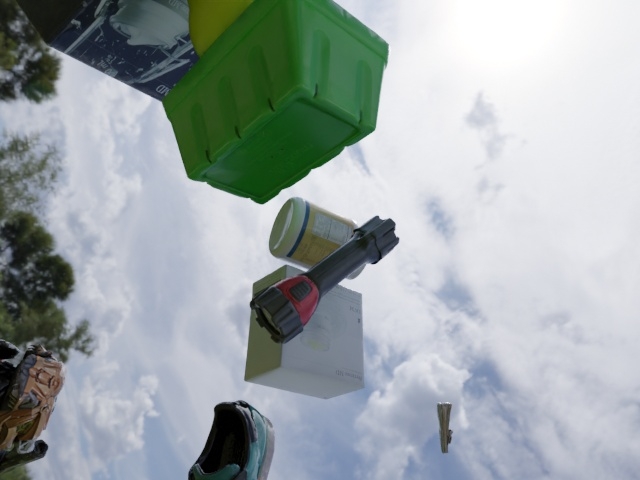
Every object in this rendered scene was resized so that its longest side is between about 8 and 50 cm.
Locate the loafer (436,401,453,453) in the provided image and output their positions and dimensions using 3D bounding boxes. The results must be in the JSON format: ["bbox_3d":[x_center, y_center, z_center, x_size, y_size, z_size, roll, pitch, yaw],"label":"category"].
[{"bbox_3d":[0.317,0.471,1.307,0.045,0.039,0.125,47,39,-82],"label":"loafer"}]

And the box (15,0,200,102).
[{"bbox_3d":[-0.296,-0.567,1.056,0.471,0.480,0.297,-38,-101,12],"label":"box"}]

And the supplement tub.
[{"bbox_3d":[0.000,0.000,1.161,0.144,0.199,0.144,-49,-151,39],"label":"supplement tub"}]

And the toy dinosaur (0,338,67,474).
[{"bbox_3d":[-0.322,0.127,0.343,0.322,0.218,0.164,-37,-143,7],"label":"toy dinosaur"}]

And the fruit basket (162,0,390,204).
[{"bbox_3d":[-0.098,-0.300,0.892,0.392,0.283,0.392,-19,-117,42],"label":"fruit basket"}]

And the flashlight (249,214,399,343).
[{"bbox_3d":[0.015,0.067,0.975,0.103,0.304,0.103,20,-43,49],"label":"flashlight"}]

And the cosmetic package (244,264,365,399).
[{"bbox_3d":[-0.029,0.203,1.126,0.138,0.224,0.225,-30,-132,43],"label":"cosmetic package"}]

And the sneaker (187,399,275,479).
[{"bbox_3d":[-0.134,0.365,0.694,0.108,0.121,0.302,-11,-128,17],"label":"sneaker"}]
